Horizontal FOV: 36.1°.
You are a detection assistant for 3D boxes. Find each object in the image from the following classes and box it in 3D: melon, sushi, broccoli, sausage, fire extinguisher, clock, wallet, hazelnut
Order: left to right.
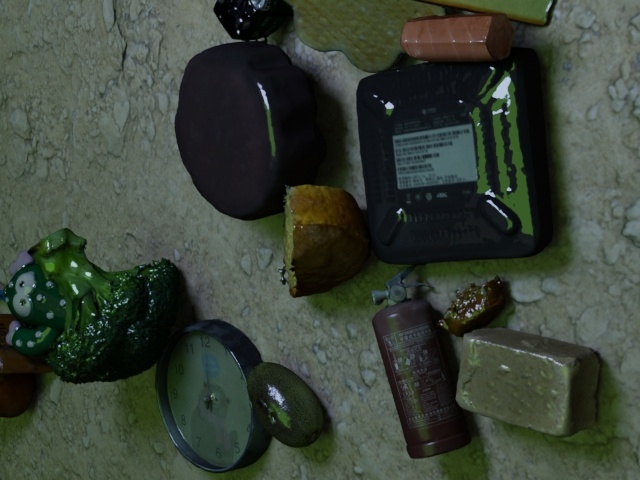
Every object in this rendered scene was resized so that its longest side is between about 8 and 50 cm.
[{"bbox_3d":[-0.752,0.317,2.215,0.210,0.186,0.210,1,93,26],"label":"hazelnut"},{"bbox_3d":[-0.684,0.223,2.150,0.195,0.161,0.042,39,109,31],"label":"wallet"},{"bbox_3d":[-0.389,0.109,1.769,0.297,0.297,0.297,-28,97,42],"label":"broccoli"},{"bbox_3d":[-0.196,0.281,1.774,0.280,0.055,0.281,8,103,42],"label":"clock"},{"bbox_3d":[-0.060,0.268,1.617,0.162,0.099,0.099,48,125,26],"label":"melon"},{"bbox_3d":[0.141,0.170,1.420,0.104,0.104,0.269,-22,81,43],"label":"fire extinguisher"},{"bbox_3d":[0.165,-0.263,1.271,0.169,0.065,0.065,10,103,46],"label":"sausage"},{"bbox_3d":[0.210,0.092,1.368,0.118,0.061,0.060,-36,65,17],"label":"sushi"}]

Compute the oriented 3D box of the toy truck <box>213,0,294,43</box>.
[{"bbox_3d":[-0.053,-0.416,1.490,0.259,0.121,0.088,-47,66,36],"label":"toy truck"}]

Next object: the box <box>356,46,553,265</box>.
[{"bbox_3d":[0.175,-0.110,1.353,0.290,0.073,0.289,-3,92,43],"label":"box"}]

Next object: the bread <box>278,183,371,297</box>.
[{"bbox_3d":[0.008,0.001,1.483,0.260,0.134,0.129,109,156,-71],"label":"bread"}]

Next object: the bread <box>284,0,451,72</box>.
[{"bbox_3d":[0.040,-0.350,1.382,0.286,0.056,0.207,46,129,-11],"label":"bread"}]

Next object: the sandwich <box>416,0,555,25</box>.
[{"bbox_3d":[0.190,-0.346,1.235,0.144,0.187,0.117,31,117,43],"label":"sandwich"}]

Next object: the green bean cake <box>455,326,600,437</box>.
[{"bbox_3d":[0.272,0.184,1.300,0.179,0.085,0.109,9,104,43],"label":"green bean cake"}]

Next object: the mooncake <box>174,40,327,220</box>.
[{"bbox_3d":[-0.104,-0.173,1.543,0.283,0.141,0.283,24,122,45],"label":"mooncake"}]

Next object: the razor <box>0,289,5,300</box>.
[{"bbox_3d":[-0.718,0.125,2.249,0.253,0.042,0.082,10,102,41],"label":"razor"}]

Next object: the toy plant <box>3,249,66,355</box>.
[{"bbox_3d":[-0.582,0.120,2.070,0.243,0.112,0.233,-19,73,27],"label":"toy plant"}]
